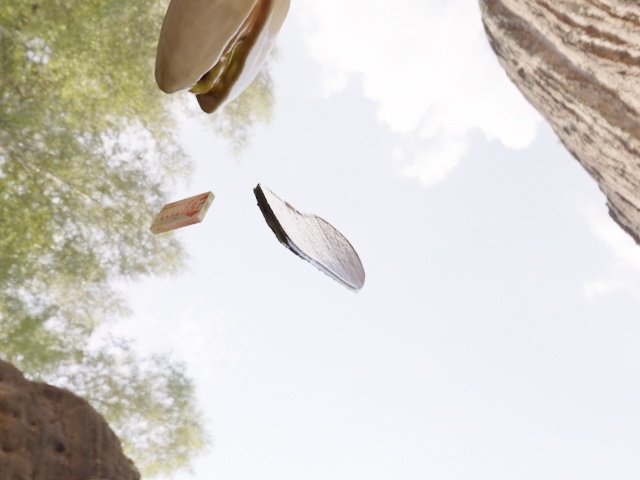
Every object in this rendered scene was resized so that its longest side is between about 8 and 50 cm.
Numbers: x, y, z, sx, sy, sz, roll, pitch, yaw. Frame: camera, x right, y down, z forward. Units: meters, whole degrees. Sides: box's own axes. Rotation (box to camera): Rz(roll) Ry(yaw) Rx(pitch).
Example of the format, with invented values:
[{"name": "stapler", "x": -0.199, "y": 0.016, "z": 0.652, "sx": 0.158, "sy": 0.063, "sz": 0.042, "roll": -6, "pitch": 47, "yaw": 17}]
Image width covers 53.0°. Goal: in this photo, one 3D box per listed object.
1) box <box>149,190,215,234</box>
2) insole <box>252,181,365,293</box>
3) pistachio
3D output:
[{"name": "box", "x": -0.202, "y": -0.040, "z": 0.940, "sx": 0.093, "sy": 0.015, "sz": 0.058, "roll": -13, "pitch": -142, "yaw": 27}, {"name": "insole", "x": 0.000, "y": 0.000, "z": 0.687, "sx": 0.012, "sy": 0.309, "sz": 0.110, "roll": -30, "pitch": -110, "yaw": 11}, {"name": "pistachio", "x": -0.166, "y": -0.367, "z": 1.067, "sx": 0.299, "sy": 0.187, "sz": 0.187, "roll": -55, "pitch": -128, "yaw": 16}]
